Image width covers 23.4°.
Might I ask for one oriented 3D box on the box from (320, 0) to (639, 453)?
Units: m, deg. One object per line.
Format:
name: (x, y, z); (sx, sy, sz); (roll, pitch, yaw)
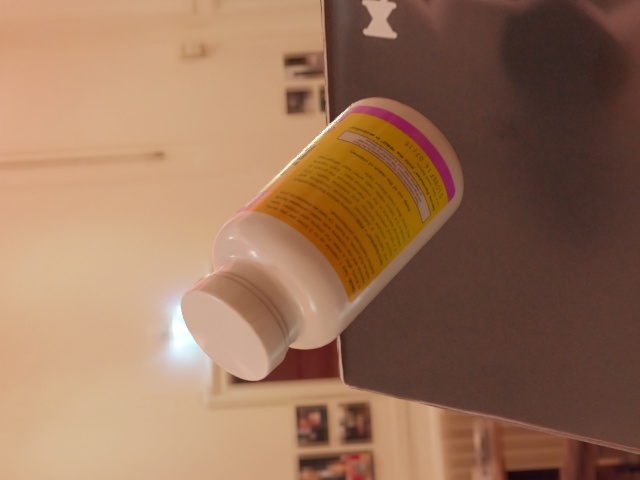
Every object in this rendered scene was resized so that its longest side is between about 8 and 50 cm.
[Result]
box: (0.195, -0.051, 0.587); (0.294, 0.296, 0.182); (-38, -48, -52)

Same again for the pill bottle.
pill bottle: (0.000, 0.000, 0.423); (0.083, 0.043, 0.043); (-45, -31, -32)
